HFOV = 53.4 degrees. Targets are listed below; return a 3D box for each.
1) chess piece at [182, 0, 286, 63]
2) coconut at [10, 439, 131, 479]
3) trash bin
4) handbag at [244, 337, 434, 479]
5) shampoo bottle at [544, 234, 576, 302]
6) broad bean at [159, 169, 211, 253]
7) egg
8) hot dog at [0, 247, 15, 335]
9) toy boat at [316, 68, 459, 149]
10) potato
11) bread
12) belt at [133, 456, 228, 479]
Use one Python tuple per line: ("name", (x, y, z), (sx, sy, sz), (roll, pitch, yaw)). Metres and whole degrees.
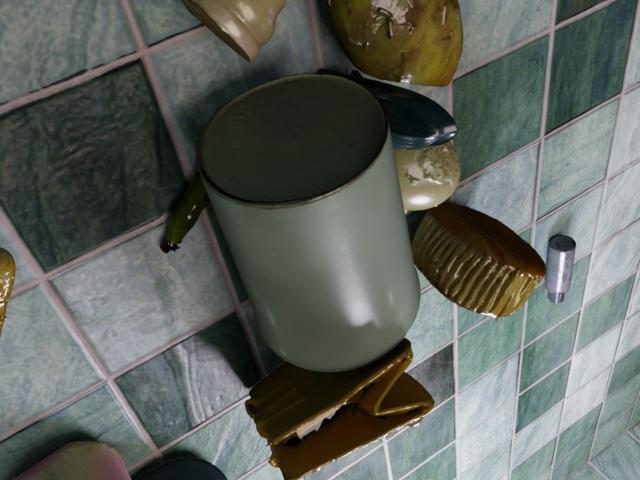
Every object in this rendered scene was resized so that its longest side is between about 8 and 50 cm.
("chess piece", (-0.003, -0.410, 0.784), (0.397, 0.117, 0.117), (-50, 137, 2))
("coconut", (-0.404, 0.482, 1.053), (0.233, 0.245, 0.233), (-19, 133, -22))
("trash bin", (0.000, 0.000, 0.945), (0.280, 0.280, 0.432), (-33, 142, -13))
("handbag", (0.012, 0.273, 1.130), (0.283, 0.401, 0.133), (-26, 95, -11))
("shampoo bottle", (0.628, 0.080, 1.673), (0.072, 0.072, 0.214), (-29, 135, -16))
("broad bean", (-0.155, -0.097, 0.951), (0.297, 0.043, 0.060), (-49, 148, 5))
("egg", (0.137, -0.132, 1.057), (0.201, 0.164, 0.164), (25, 107, -13))
("hot dog", (-0.467, 0.134, 0.859), (0.061, 0.088, 0.286), (5, 121, -46))
("toy boat", (0.091, -0.191, 0.943), (0.103, 0.246, 0.093), (-45, 143, -36))
("potato", (0.119, -0.312, 0.926), (0.176, 0.141, 0.298), (-49, 137, 14))
("bread", (0.305, 0.034, 1.254), (0.227, 0.253, 0.142), (12, 112, -33))
("belt", (-0.279, 0.547, 1.296), (0.206, 0.116, 0.267), (-42, 135, 1))
